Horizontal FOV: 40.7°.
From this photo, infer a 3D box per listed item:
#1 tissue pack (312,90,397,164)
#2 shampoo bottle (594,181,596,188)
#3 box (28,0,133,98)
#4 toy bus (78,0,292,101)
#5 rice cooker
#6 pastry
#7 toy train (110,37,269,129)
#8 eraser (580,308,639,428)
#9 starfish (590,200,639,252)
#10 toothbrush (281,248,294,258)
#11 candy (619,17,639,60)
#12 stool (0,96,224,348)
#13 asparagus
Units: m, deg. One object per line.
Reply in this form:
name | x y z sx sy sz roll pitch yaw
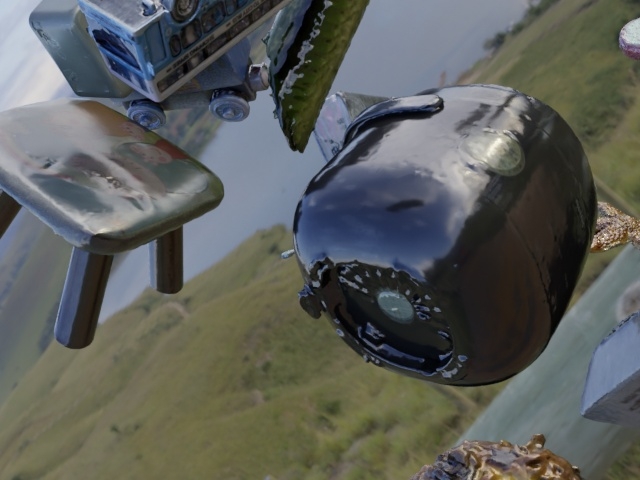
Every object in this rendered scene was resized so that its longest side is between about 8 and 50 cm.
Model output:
tissue pack | 0.125 -0.195 1.905 0.122 0.259 0.361 -31 -8 24
shampoo bottle | 0.557 -0.055 1.881 0.085 0.085 0.262 -44 10 34
box | -0.309 -0.270 1.171 0.124 0.172 0.093 7 51 34
toy bus | -0.126 -0.293 0.988 0.297 0.106 0.131 -44 -26 -25
rice cooker | 0.111 -0.001 0.799 0.224 0.267 0.267 -51 10 -31
pastry | 0.304 0.477 1.308 0.292 0.337 0.405 -91 -5 -53
toy train | -0.243 -0.288 1.443 0.299 0.202 0.131 -5 60 18
eraser | 0.417 0.109 0.959 0.352 0.111 0.077 116 165 -53
starfish | 0.574 -0.024 1.663 0.240 0.227 0.043 -121 30 -56
toothbrush | 0.000 0.000 2.057 0.026 0.022 0.263 -28 -3 44
candy | 0.654 -0.406 1.733 0.103 0.043 0.103 -13 50 16
stool | -0.350 -0.037 1.277 0.310 0.310 0.226 -31 -30 -56
asparagus | -0.002 -0.317 1.228 0.108 0.128 0.382 156 137 -87
